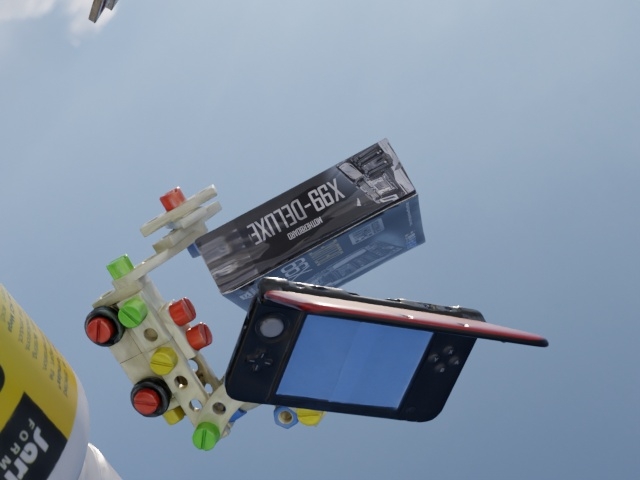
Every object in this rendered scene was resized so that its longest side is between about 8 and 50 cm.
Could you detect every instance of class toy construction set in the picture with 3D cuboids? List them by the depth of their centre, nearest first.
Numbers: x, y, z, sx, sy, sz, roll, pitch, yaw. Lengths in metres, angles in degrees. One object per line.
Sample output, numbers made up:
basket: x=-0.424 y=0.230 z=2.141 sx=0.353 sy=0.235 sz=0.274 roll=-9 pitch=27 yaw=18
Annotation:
toy construction set: x=-0.143 y=0.103 z=1.389 sx=0.215 sy=0.151 sz=0.327 roll=-27 pitch=-93 yaw=19

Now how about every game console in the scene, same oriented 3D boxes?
game console: x=0.032 y=0.072 z=0.663 sx=0.085 sy=0.144 sz=0.124 roll=-110 pitch=-144 yaw=-54

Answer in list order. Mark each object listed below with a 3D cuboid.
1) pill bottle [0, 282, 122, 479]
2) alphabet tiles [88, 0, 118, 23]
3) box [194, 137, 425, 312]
pill bottle: x=-0.250 y=0.085 z=0.653 sx=0.188 sy=0.334 sz=0.188 roll=-21 pitch=-144 yaw=16
alphabet tiles: x=-0.112 y=-0.283 z=0.905 sx=0.237 sy=0.009 sz=0.198 roll=-64 pitch=-171 yaw=-25
box: x=0.000 y=0.000 z=1.415 sx=0.242 sy=0.307 sz=0.076 roll=-28 pitch=-102 yaw=0
